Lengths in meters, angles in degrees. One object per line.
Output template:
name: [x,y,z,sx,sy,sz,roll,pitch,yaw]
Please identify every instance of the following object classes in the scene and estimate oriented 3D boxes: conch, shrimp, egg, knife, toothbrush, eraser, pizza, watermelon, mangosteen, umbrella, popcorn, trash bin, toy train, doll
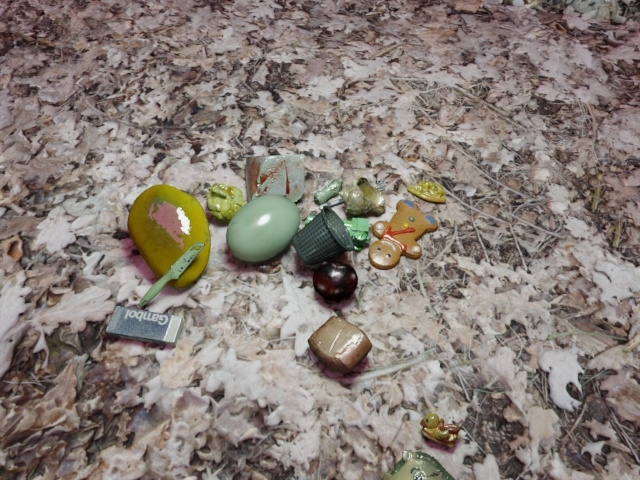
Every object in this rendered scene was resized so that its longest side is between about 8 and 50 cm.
conch: [0.162,-0.159,1.735,0.207,0.130,0.155,14,91,-18]
shrimp: [-0.172,0.095,1.603,0.092,0.029,0.038,-14,57,-17]
egg: [-0.193,-0.044,1.589,0.282,0.203,0.203,-34,65,-26]
knife: [-0.467,0.109,1.463,0.043,0.020,0.293,44,96,-4]
toothbrush: [0.126,-0.170,1.803,0.288,0.026,0.024,-20,57,-15]
eraser: [-0.543,0.268,1.450,0.212,0.046,0.092,9,56,2]
pizza: [0.425,-0.197,1.834,0.160,0.036,0.099,23,58,11]
watermelon: [-0.179,-0.266,1.743,0.213,0.201,0.262,-5,52,-17]
mangosteen: [0.048,0.140,1.530,0.152,0.152,0.152,2,56,-3]
umbrella: [0.034,-0.192,1.791,0.143,0.062,0.067,-42,103,-16]
popcorn: [-0.340,-0.134,1.680,0.141,0.162,0.135,4,67,-22]
trash bin: [0.000,0.000,1.545,0.161,0.175,0.175,-35,58,17]
toy train: [0.058,-0.037,1.680,0.251,0.085,0.119,9,51,0]
doll: [0.292,0.683,1.118,0.247,0.247,0.349,-21,53,-17]

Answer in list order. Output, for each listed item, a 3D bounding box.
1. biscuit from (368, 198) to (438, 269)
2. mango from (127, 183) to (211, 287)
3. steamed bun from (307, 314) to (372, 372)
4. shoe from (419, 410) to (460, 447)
biscuit: [0.291,-0.018,1.702,0.205,0.049,0.324,38,64,19]
mango: [-0.496,-0.017,1.555,0.253,0.182,0.365,-18,71,-10]
steamed bun: [0.056,0.323,1.426,0.175,0.106,0.145,31,64,32]
shoe: [0.339,0.532,1.322,0.109,0.072,0.069,31,98,21]
